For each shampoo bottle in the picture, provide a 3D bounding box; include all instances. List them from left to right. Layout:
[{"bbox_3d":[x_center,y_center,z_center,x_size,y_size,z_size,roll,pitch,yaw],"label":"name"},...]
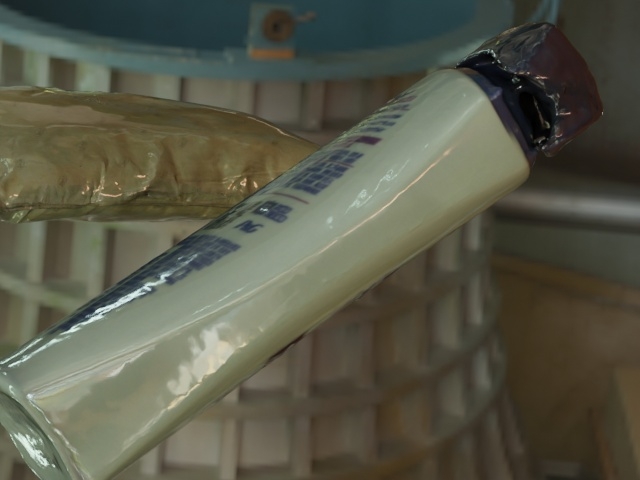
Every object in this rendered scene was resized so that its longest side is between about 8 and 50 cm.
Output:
[{"bbox_3d":[0.000,0.000,0.778,0.078,0.359,0.134,59,158,-9],"label":"shampoo bottle"}]

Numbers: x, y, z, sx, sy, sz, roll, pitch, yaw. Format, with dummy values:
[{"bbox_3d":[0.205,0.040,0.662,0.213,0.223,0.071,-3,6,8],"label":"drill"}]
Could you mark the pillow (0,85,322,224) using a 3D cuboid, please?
[{"bbox_3d":[-0.127,-0.053,0.994,0.185,0.302,0.075,34,117,49],"label":"pillow"}]
